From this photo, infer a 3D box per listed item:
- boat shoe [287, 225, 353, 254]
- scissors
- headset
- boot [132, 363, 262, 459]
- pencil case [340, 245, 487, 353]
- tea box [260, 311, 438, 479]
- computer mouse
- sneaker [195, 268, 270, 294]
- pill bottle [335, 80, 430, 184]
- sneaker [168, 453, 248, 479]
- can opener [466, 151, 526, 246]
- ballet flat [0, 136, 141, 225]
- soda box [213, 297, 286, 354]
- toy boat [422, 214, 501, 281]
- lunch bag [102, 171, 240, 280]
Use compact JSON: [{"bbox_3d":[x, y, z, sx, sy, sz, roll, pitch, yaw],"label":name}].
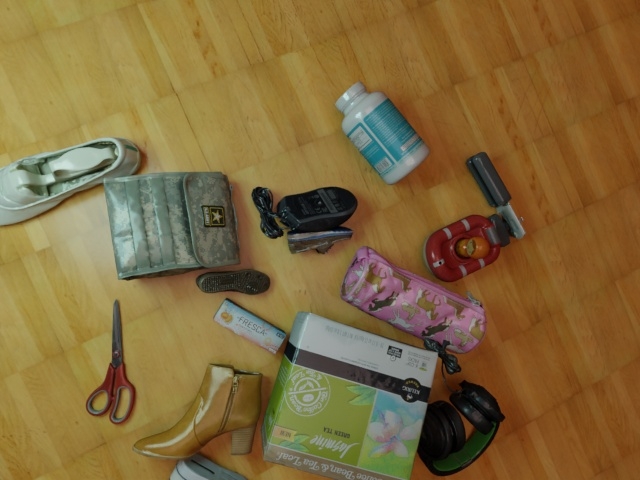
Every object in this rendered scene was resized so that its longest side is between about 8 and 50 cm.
[{"bbox_3d":[0.000,0.000,1.100,0.183,0.066,0.066,-5,107,-14],"label":"boat shoe"},{"bbox_3d":[-0.495,0.300,1.019,0.108,0.021,0.297,13,84,-7],"label":"scissors"},{"bbox_3d":[0.341,0.440,1.075,0.243,0.185,0.394,-23,122,-15],"label":"headset"},{"bbox_3d":[-0.294,0.413,1.015,0.294,0.104,0.211,5,81,-15],"label":"boot"},{"bbox_3d":[0.240,0.158,1.083,0.386,0.160,0.167,24,85,-7],"label":"pencil case"},{"bbox_3d":[0.060,0.373,0.994,0.328,0.220,0.324,18,79,-7],"label":"tea box"},{"bbox_3d":[-0.036,-0.074,1.072,0.272,0.072,0.189,-9,47,-17],"label":"computer mouse"},{"bbox_3d":[-0.223,0.100,1.054,0.188,0.071,0.066,6,95,-32],"label":"sneaker"},{"bbox_3d":[0.157,-0.288,1.093,0.146,0.146,0.264,-41,95,-9],"label":"pill bottle"},{"bbox_3d":[-0.255,0.627,1.020,0.258,0.094,0.091,36,100,-2],"label":"sneaker"},{"bbox_3d":[0.499,-0.117,1.183,0.093,0.074,0.281,-26,92,-9],"label":"can opener"},{"bbox_3d":[-0.629,-0.153,0.956,0.400,0.139,0.139,-23,92,-10],"label":"ballet flat"},{"bbox_3d":[-0.181,0.219,1.056,0.183,0.058,0.063,32,83,-8],"label":"soda box"},{"bbox_3d":[0.400,0.022,1.120,0.231,0.151,0.151,-24,92,-10],"label":"toy boat"},{"bbox_3d":[-0.339,-0.037,0.988,0.286,0.169,0.236,-9,86,-18],"label":"lunch bag"}]
